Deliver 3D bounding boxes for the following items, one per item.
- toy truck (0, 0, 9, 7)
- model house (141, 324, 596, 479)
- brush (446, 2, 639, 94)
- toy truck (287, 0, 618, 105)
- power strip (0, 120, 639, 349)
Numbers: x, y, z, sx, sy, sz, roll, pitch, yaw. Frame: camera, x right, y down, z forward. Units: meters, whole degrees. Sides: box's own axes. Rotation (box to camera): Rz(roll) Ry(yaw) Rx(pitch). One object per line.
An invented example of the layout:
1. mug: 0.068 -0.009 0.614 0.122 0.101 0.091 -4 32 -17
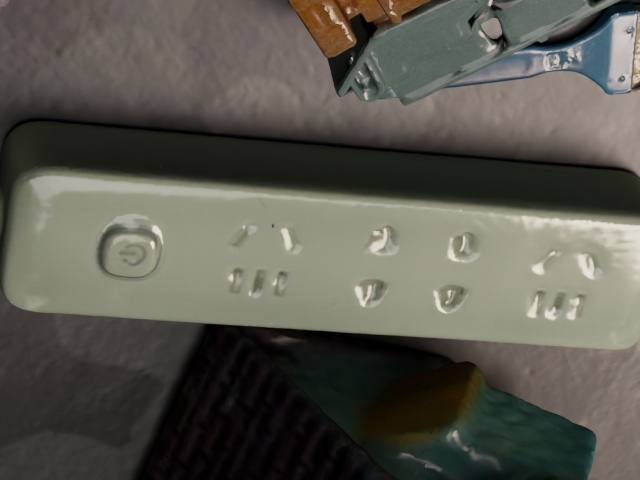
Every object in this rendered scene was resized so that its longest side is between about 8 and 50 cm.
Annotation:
1. toy truck: -0.278 -0.106 0.813 0.268 0.124 0.155 13 108 -22
2. model house: -0.015 0.186 1.057 0.248 0.230 0.281 24 116 1
3. brush: 0.117 -0.095 0.996 0.164 0.014 0.051 -8 124 -7
4. toy truck: 0.128 -0.193 0.864 0.338 0.133 0.184 -26 136 8
5. power strip: 0.000 0.000 1.004 0.385 0.062 0.091 4 120 -17
